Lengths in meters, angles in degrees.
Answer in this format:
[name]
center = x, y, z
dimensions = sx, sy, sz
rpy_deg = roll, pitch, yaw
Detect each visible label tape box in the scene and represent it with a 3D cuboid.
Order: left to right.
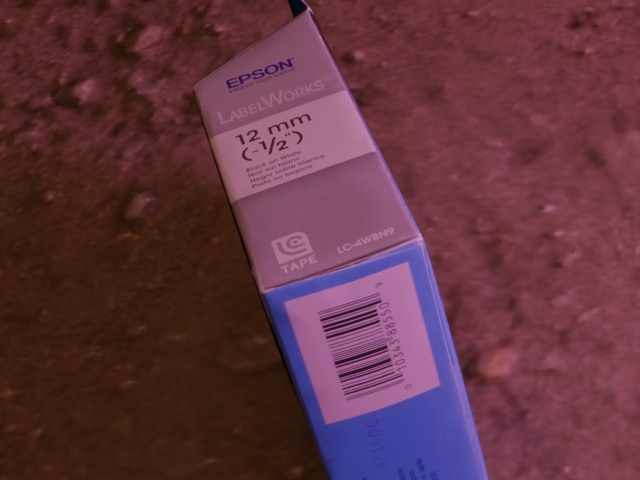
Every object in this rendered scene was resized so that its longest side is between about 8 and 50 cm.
[label tape box]
center = 0.000, 0.000, 1.110
dimensions = 0.115, 0.249, 0.348
rpy_deg = -21, 41, -3
